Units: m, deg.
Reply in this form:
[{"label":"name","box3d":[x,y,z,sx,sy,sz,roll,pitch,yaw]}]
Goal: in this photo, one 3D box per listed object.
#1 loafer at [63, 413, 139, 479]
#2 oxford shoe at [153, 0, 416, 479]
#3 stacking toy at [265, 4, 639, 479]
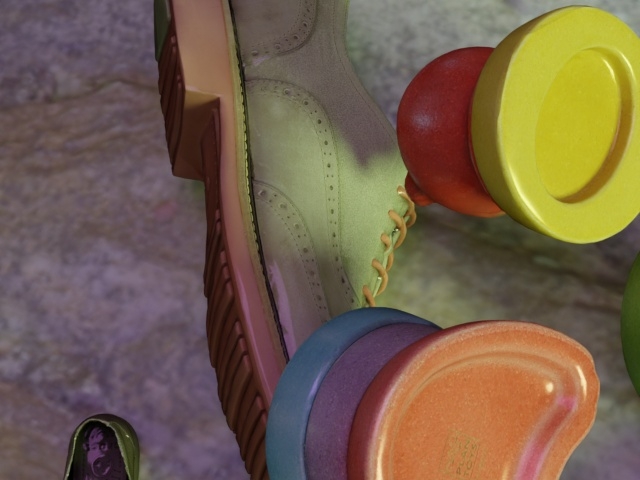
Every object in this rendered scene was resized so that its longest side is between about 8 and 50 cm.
[{"label":"loafer","box3d":[-0.132,0.170,0.864,0.056,0.050,0.148,-12,64,4]},{"label":"oxford shoe","box3d":[0.000,0.000,0.875,0.146,0.140,0.397,-7,72,-14]},{"label":"stacking toy","box3d":[0.116,0.060,0.811,0.130,0.279,0.309,4,64,54]}]
